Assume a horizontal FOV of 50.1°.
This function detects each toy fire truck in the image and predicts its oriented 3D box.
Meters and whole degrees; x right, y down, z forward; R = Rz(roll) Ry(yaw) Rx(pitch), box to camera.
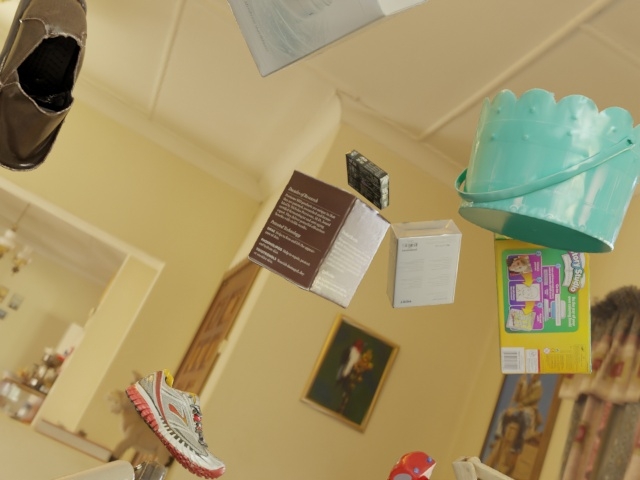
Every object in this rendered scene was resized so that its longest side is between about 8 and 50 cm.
[{"bbox_3d":[0.167,0.290,0.768,0.192,0.047,0.135,35,-57,30],"label":"toy fire truck"}]

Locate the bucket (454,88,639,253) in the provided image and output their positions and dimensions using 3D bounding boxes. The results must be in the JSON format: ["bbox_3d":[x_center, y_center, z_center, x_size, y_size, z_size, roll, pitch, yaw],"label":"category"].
[{"bbox_3d":[0.353,-0.099,1.067,0.281,0.183,0.281,17,-5,2],"label":"bucket"}]

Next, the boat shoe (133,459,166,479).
[{"bbox_3d":[-0.430,0.534,1.354,0.130,0.132,0.355,36,-60,-11],"label":"boat shoe"}]

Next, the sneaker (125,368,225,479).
[{"bbox_3d":[-0.228,0.298,1.131,0.225,0.092,0.088,42,-25,26],"label":"sneaker"}]

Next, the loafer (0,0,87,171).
[{"bbox_3d":[-0.481,-0.243,1.135,0.133,0.130,0.366,4,-45,-33],"label":"loafer"}]

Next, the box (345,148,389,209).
[{"bbox_3d":[0.073,-0.095,1.069,0.083,0.018,0.067,41,-27,35],"label":"box"}]

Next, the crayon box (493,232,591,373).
[{"bbox_3d":[0.418,0.112,1.295,0.165,0.279,0.081,-3,16,13],"label":"crayon box"}]

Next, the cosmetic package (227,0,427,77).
[{"bbox_3d":[-0.011,-0.363,0.878,0.224,0.138,0.224,-14,-74,42],"label":"cosmetic package"}]

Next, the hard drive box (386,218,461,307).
[{"bbox_3d":[0.285,0.067,1.917,0.181,0.089,0.232,-4,-60,-8],"label":"hard drive box"}]

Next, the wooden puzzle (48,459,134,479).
[{"bbox_3d":[-0.392,0.506,1.126,0.044,0.239,0.221,-8,-5,37],"label":"wooden puzzle"}]

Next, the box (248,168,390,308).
[{"bbox_3d":[0.000,0.000,1.367,0.167,0.203,0.168,26,-4,35],"label":"box"}]
